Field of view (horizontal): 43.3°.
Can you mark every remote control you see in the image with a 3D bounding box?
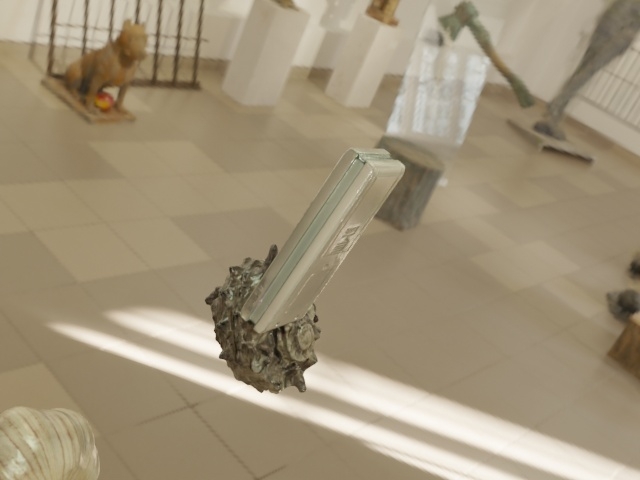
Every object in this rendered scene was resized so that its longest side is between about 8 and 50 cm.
[{"bbox_3d":[0.000,0.000,1.064,0.055,0.277,0.103,42,23,19],"label":"remote control"}]

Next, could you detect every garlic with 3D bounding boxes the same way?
[{"bbox_3d":[-0.329,0.323,0.993,0.226,0.199,0.199,32,26,22],"label":"garlic"}]

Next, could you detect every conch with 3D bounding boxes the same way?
[{"bbox_3d":[-0.077,0.139,1.341,0.240,0.186,0.313,64,1,-1],"label":"conch"}]
